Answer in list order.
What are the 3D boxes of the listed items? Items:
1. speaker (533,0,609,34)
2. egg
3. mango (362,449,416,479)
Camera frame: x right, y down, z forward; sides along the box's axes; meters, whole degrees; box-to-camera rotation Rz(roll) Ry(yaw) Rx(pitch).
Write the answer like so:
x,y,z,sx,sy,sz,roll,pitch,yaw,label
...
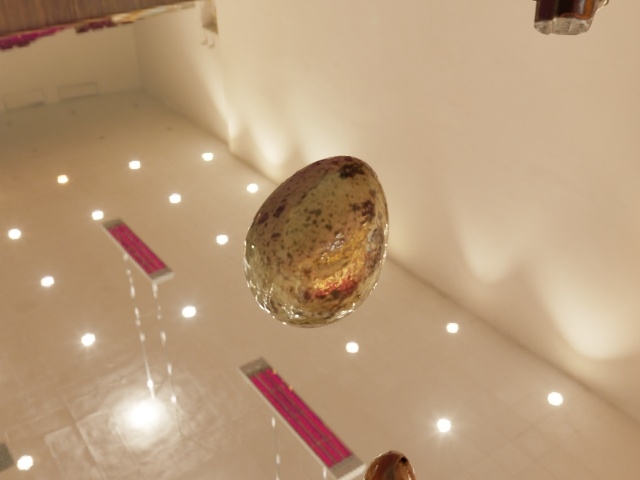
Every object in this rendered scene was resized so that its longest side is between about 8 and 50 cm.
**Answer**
x,y,z,sx,sy,sz,roll,pitch,yaw,label
0.456,-0.494,1.135,0.259,0.330,0.198,2,-177,-10,speaker
0.000,0.000,0.682,0.132,0.172,0.132,28,178,1,egg
0.141,0.550,1.475,0.136,0.166,0.236,-5,-127,13,mango
